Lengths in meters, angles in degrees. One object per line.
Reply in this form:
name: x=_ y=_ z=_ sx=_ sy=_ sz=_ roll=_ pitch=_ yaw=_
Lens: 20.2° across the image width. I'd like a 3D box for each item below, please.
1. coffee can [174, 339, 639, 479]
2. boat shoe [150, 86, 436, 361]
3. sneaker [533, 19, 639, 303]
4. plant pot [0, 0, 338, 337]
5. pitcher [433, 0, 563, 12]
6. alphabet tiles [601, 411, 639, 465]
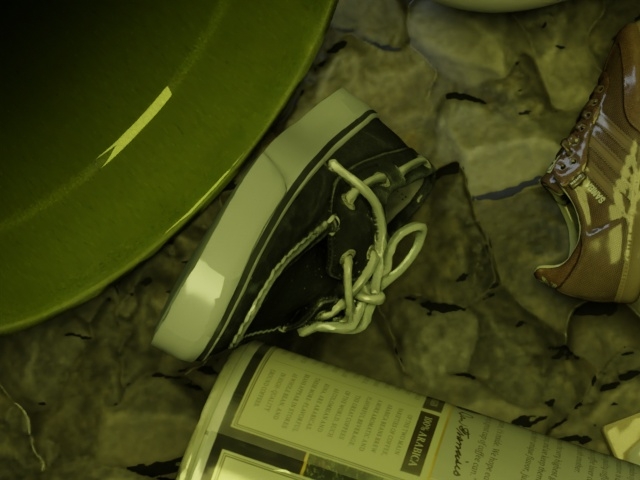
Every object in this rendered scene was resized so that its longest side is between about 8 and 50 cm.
coffee can: x=0.056 y=0.190 z=1.038 sx=0.275 sy=0.201 sz=0.201 roll=18 pitch=78 yaw=6
boat shoe: x=-0.002 y=0.003 z=1.056 sx=0.105 sy=0.306 sz=0.113 roll=33 pitch=112 yaw=3
sneaker: x=0.179 y=-0.055 z=1.159 sx=0.071 sy=0.066 sz=0.188 roll=6 pitch=77 yaw=4
plant pot: x=-0.234 y=-0.189 z=1.083 sx=0.353 sy=0.366 sz=0.366 roll=41 pitch=81 yaw=21
pitcher: x=0.148 y=-0.230 z=1.148 sx=0.207 sy=0.177 sz=0.125 roll=4 pitch=34 yaw=6
alphabet tiles: x=0.367 y=0.136 z=1.139 sx=0.342 sy=0.011 sz=0.285 roll=-21 pitch=78 yaw=-3
